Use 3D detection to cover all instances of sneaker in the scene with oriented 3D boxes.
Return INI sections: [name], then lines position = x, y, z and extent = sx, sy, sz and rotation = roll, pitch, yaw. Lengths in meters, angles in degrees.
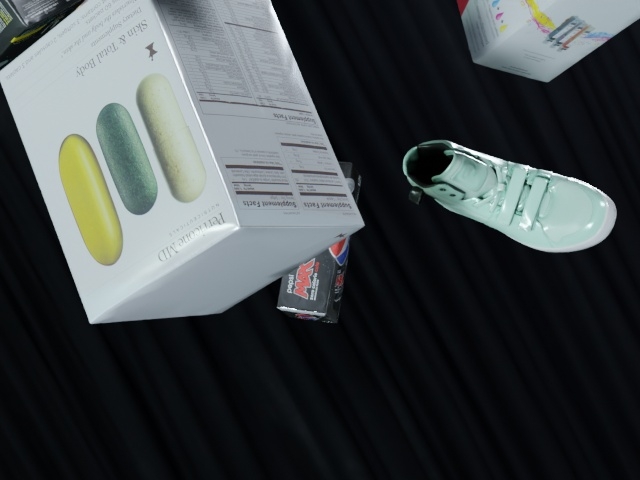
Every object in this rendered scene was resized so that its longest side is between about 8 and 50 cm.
[sneaker]
position = 0.218, -0.054, 1.754
extent = 0.256, 0.094, 0.151
rotation = 15, -3, 33

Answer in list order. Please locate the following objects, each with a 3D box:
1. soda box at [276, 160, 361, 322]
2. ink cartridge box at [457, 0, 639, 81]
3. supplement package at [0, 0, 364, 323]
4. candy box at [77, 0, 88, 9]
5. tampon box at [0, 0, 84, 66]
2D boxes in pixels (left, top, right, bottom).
[soda box]
position = 0.000, 0.000, 1.568
extent = 0.060, 0.169, 0.053
rotation = 6, -12, 16
[ink cartridge box]
position = 0.257, -0.281, 1.615
extent = 0.127, 0.128, 0.176
rotation = 10, -32, -38
[supplement package]
position = -0.131, -0.085, 1.367
extent = 0.199, 0.263, 0.198
rotation = -31, -16, 30
[candy box]
position = -0.388, -0.409, 2.076
extent = 0.317, 0.268, 0.122
rotation = 14, 3, -18
[tampon box]
position = -0.379, -0.294, 1.804
extent = 0.120, 0.101, 0.161
rotation = -39, 6, -37
